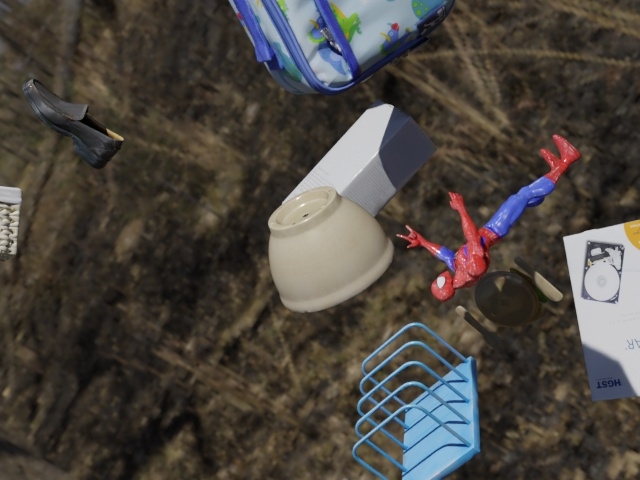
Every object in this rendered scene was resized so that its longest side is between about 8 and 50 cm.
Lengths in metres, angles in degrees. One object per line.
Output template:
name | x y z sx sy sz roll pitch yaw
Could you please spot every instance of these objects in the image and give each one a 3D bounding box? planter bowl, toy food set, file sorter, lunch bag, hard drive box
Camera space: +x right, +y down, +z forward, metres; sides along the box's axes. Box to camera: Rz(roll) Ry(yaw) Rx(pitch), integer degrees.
planter bowl | 0.000 0.000 1.423 0.162 0.109 0.162 -23 23 11
toy food set | 0.354 0.110 2.108 0.192 0.132 0.038 -44 5 37
file sorter | 0.111 0.198 1.336 0.118 0.104 0.170 -42 18 26
lunch bag | 0.000 -0.238 0.924 0.176 0.219 0.090 -35 20 -19
hard drive box | 0.445 0.090 1.513 0.181 0.089 0.232 -16 80 41

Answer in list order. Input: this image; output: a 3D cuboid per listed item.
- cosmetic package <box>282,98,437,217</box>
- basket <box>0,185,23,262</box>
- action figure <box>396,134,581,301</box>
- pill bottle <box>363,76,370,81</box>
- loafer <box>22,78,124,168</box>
cosmetic package | 0.059 -0.099 1.740 0.231 0.085 0.117 -46 33 0
basket | -0.529 -0.023 1.629 0.113 0.167 0.103 -19 71 48
action figure | 0.217 -0.045 1.536 0.280 0.139 0.091 -51 -7 -16
pill bottle | 0.060 -0.296 1.549 0.087 0.087 0.160 -42 16 51
loafer | -0.367 -0.185 1.674 0.061 0.170 0.062 -39 25 19
